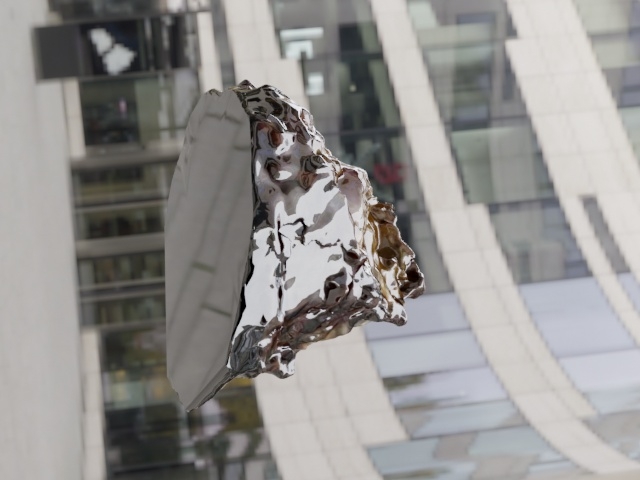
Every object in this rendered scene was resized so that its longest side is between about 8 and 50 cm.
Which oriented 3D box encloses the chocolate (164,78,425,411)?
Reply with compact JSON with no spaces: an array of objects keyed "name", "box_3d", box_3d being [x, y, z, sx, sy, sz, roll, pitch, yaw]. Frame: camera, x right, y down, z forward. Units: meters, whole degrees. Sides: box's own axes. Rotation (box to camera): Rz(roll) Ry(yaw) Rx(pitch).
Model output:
[{"name":"chocolate","box_3d":[0.000,0.000,0.925,0.206,0.177,0.224,131,-41,-56]}]
